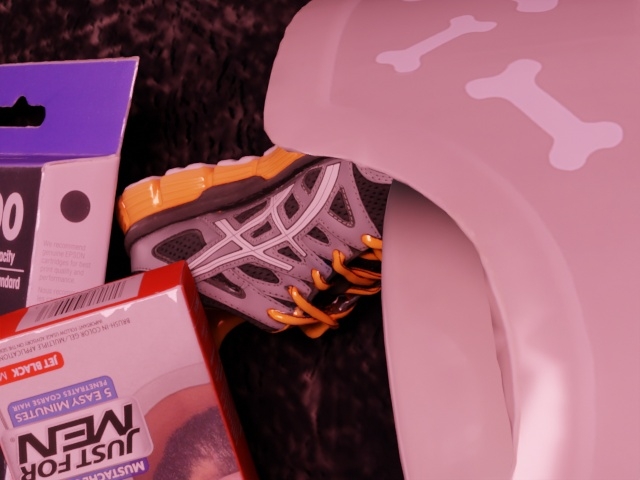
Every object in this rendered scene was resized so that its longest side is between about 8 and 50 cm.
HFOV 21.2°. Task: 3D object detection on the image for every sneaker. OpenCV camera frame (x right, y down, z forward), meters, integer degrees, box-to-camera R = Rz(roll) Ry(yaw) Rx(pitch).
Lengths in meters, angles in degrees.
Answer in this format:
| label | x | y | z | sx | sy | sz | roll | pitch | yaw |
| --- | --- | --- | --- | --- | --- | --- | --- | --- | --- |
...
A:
| label | x | y | z | sx | sy | sz | roll | pitch | yaw |
| --- | --- | --- | --- | --- | --- | --- | --- | --- | --- |
| sneaker | 0.000 | 0.000 | 0.734 | 0.215 | 0.084 | 0.083 | -17 | 72 | 42 |

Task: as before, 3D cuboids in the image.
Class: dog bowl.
| label | x | y | z | sx | sy | sz | roll | pitch | yaw |
| --- | --- | --- | --- | --- | --- | --- | --- | --- | --- |
| dog bowl | 0.098 | 0.079 | 0.508 | 0.102 | 0.349 | 0.349 | -16 | 73 | 15 |

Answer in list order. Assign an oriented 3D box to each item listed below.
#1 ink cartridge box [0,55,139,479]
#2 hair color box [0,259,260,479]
| label | x | y | z | sx | sy | sz | roll | pitch | yaw |
| --- | --- | --- | --- | --- | --- | --- | --- | --- | --- |
| ink cartridge box | -0.171 | 0.011 | 0.831 | 0.206 | 0.045 | 0.208 | 4 | 84 | 52 |
| hair color box | -0.075 | 0.103 | 0.719 | 0.093 | 0.053 | 0.167 | -17 | 102 | 2 |
